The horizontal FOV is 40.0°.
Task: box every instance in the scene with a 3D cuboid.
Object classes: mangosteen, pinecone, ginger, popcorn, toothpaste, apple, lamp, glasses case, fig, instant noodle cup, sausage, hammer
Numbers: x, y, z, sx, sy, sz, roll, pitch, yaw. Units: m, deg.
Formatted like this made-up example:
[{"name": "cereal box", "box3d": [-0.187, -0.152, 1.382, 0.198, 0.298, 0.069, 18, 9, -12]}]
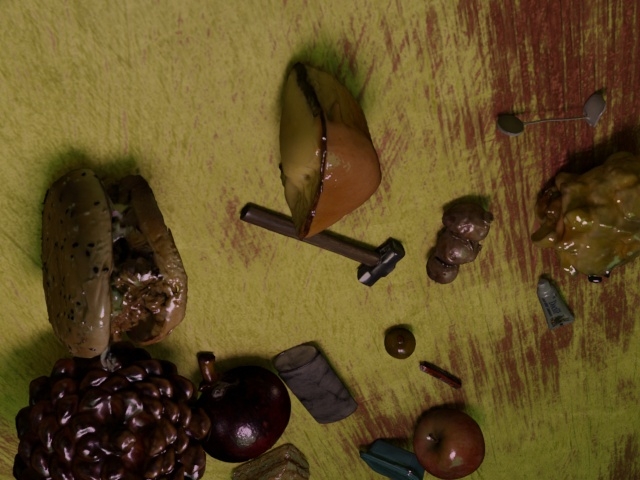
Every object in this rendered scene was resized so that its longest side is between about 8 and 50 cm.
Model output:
[{"name": "mangosteen", "box3d": [-0.198, 0.361, 1.954, 0.235, 0.235, 0.261, -35, 98, 21]}, {"name": "pinecone", "box3d": [-0.427, 0.401, 1.790, 0.397, 0.398, 0.398, -10, 140, -8]}, {"name": "ginger", "box3d": [0.275, 0.007, 1.784, 0.104, 0.080, 0.204, 9, 134, -9]}, {"name": "popcorn", "box3d": [0.553, -0.047, 1.718, 0.252, 0.215, 0.286, 0, 142, -28]}, {"name": "toothpaste", "box3d": [0.553, 0.153, 2.090, 0.067, 0.037, 0.255, -26, 144, 11]}, {"name": "apple", "box3d": [0.347, 0.545, 2.355, 0.188, 0.188, 0.173, -41, 145, 27]}, {"name": "lamp", "box3d": [0.413, -0.225, 1.583, 0.198, 0.050, 0.056, -8, 143, -13]}, {"name": "glasses case", "box3d": [-0.006, 0.346, 2.097, 0.114, 0.060, 0.299, -23, 141, 8]}, {"name": "fig", "box3d": [0.184, 0.241, 2.035, 0.073, 0.074, 0.088, -15, 157, -2]}, {"name": "instant noodle cup", "box3d": [0.210, 0.618, 2.437, 0.179, 0.070, 0.157, 14, 154, 31]}, {"name": "sausage", "box3d": [0.306, 0.344, 2.232, 0.028, 0.025, 0.198, -24, 142, 32]}, {"name": "hammer", "box3d": [0.000, 0.000, 1.717, 0.365, 0.044, 0.111, 21, 130, -34]}]

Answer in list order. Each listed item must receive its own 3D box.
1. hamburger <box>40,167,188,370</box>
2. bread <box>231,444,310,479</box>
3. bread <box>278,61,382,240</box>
[{"name": "hamburger", "box3d": [-0.351, 0.056, 1.482, 0.195, 0.277, 0.318, -5, 135, -27]}, {"name": "bread", "box3d": [-0.130, 0.640, 2.370, 0.196, 0.102, 0.138, -29, 142, 13]}, {"name": "bread", "box3d": [0.016, -0.134, 1.432, 0.162, 0.204, 0.262, -3, 142, -11]}]
